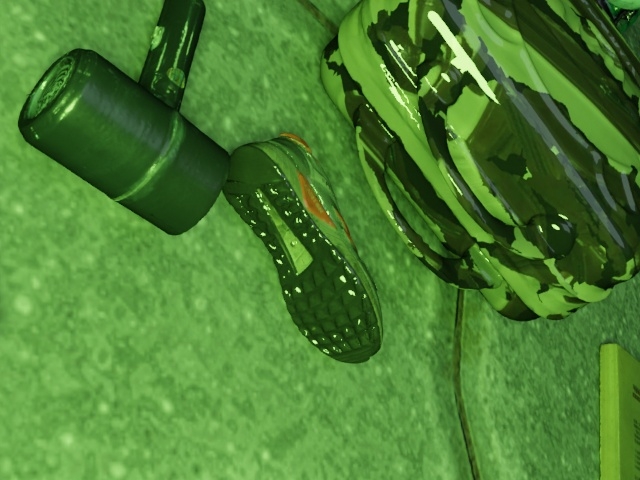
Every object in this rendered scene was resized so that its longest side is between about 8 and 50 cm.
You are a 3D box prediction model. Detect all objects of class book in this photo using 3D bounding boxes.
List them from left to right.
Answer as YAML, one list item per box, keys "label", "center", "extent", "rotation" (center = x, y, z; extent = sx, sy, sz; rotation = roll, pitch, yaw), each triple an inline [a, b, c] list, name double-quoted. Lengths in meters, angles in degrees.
- label: "book"
  center: [0.375, 0.255, 1.041]
  extent: [0.161, 0.026, 0.231]
  rotation: [36, 51, -35]

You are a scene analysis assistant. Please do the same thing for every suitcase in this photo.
- label: "suitcase"
  center: [0.158, -0.103, 0.811]
  extent: [0.351, 0.194, 0.339]
  rotation: [51, 46, -9]

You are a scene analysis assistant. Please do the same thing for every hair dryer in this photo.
- label: "hair dryer"
  center: [-0.116, -0.119, 0.614]
  extent: [0.124, 0.071, 0.219]
  rotation: [39, 43, -32]

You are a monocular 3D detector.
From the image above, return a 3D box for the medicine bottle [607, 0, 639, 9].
- label: "medicine bottle"
  center: [0.291, -0.401, 0.888]
  extent: [0.245, 0.245, 0.290]
  rotation: [15, 40, -44]

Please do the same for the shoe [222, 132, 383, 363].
- label: "shoe"
  center: [0.001, 0.001, 0.690]
  extent: [0.194, 0.074, 0.077]
  rotation: [59, 36, -10]

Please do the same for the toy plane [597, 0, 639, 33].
- label: "toy plane"
  center: [0.333, -0.275, 1.113]
  extent: [0.382, 0.155, 0.106]
  rotation: [-38, 106, -31]
